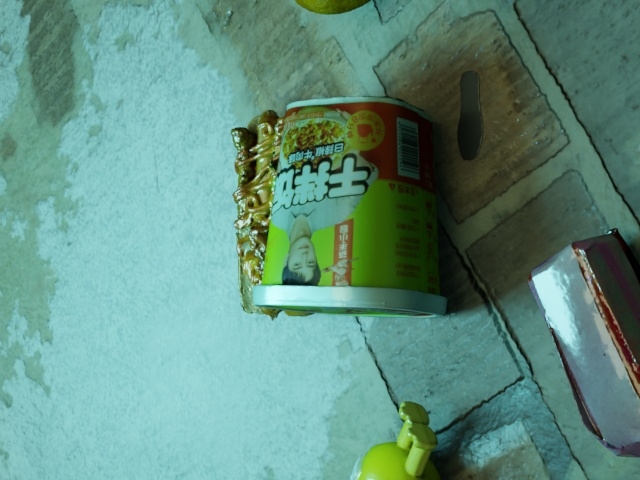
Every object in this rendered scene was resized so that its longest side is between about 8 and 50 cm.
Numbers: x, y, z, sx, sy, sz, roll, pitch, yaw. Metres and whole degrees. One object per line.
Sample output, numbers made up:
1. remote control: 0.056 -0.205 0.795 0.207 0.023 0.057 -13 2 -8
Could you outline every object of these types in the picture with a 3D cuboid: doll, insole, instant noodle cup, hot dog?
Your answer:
1. doll: 0.102 0.419 1.826 0.199 0.145 0.363 -101 26 -61
2. insole: 0.225 -0.189 1.784 0.045 0.002 0.135 -1 90 38
3. instant noodle cup: 0.053 -0.045 1.773 0.294 0.294 0.308 -2 82 39
4. hot dog: -0.075 -0.040 1.935 0.158 0.117 0.349 1 92 36

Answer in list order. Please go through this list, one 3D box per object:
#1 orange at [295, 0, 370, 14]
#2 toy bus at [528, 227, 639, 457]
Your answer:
1. orange: 0.019 -0.455 1.828 0.206 0.206 0.206 1 91 39
2. toy bus: 0.394 0.142 1.569 0.127 0.147 0.303 -35 68 40
